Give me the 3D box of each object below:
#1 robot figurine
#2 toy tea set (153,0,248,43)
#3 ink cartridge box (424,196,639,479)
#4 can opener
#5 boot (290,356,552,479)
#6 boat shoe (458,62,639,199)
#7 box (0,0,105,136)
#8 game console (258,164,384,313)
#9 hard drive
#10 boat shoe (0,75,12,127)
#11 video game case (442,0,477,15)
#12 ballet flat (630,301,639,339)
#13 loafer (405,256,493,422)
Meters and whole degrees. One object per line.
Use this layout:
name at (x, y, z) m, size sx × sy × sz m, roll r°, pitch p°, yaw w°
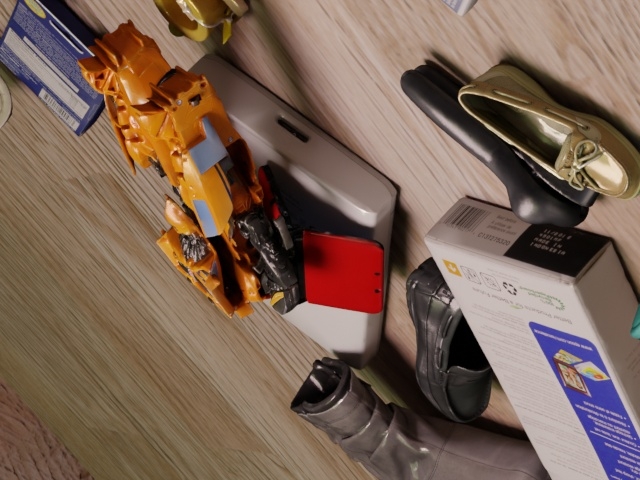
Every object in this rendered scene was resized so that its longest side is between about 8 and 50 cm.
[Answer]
robot figurine at (-0.114, -0.050, 1.702) m, size 0.211 × 0.085 × 0.291 m, roll 39°, pitch 157°, yaw 47°
toy tea set at (-0.141, -0.254, 1.537) m, size 0.200 × 0.124 × 0.336 m, roll 45°, pitch 159°, yaw -2°
ink cartridge box at (0.233, 0.128, 1.664) m, size 0.176 × 0.069 × 0.371 m, roll 19°, pitch 145°, yaw 47°
can opener at (0.140, -0.077, 1.481) m, size 0.186 × 0.073 × 0.059 m, roll 40°, pitch -162°, yaw 18°
boot at (0.095, 0.212, 1.946) m, size 0.223 × 0.118 × 0.338 m, roll 38°, pitch 160°, yaw -15°
boat shoe at (0.172, -0.076, 1.397) m, size 0.153 × 0.048 × 0.056 m, roll 40°, pitch 135°, yaw 19°
box at (-0.276, -0.197, 2.009) m, size 0.136 × 0.036 × 0.225 m, roll 45°, pitch 160°, yaw -4°
game console at (0.000, 0.000, 1.787) m, size 0.144 × 0.085 × 0.124 m, roll 88°, pitch 162°, yaw -60°
hard drive at (-0.032, -0.019, 1.890) m, size 0.233 × 0.047 × 0.353 m, roll 37°, pitch 157°, yaw 16°
boat shoe at (-0.479, -0.255, 2.160) m, size 0.340 × 0.127 × 0.113 m, roll 43°, pitch -178°, yaw -4°
video game case at (0.056, -0.263, 1.307) m, size 0.183 × 0.023 × 0.201 m, roll 41°, pitch 159°, yaw 8°
ballet flat at (0.291, -0.013, 1.237) m, size 0.139 × 0.139 × 0.400 m, roll 36°, pitch 157°, yaw 19°
loafer at (0.133, 0.105, 1.784) m, size 0.078 × 0.076 × 0.223 m, roll 38°, pitch 156°, yaw 36°
